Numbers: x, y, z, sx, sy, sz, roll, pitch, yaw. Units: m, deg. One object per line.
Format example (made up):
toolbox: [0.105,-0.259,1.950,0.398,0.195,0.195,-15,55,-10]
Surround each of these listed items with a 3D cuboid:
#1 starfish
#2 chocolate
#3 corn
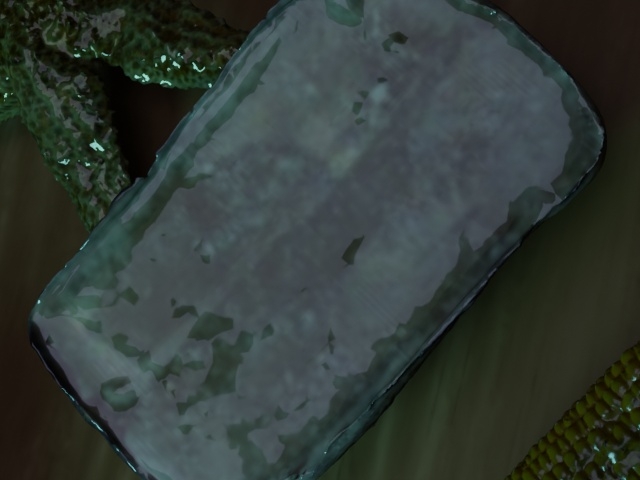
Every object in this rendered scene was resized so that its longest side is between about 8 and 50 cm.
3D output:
starfish: [-0.148,-0.142,0.820,0.358,0.078,0.347,6,76,29]
chocolate: [0.000,0.000,0.681,0.185,0.100,0.303,45,102,19]
corn: [0.139,0.100,0.596,0.207,0.068,0.068,-46,60,11]
